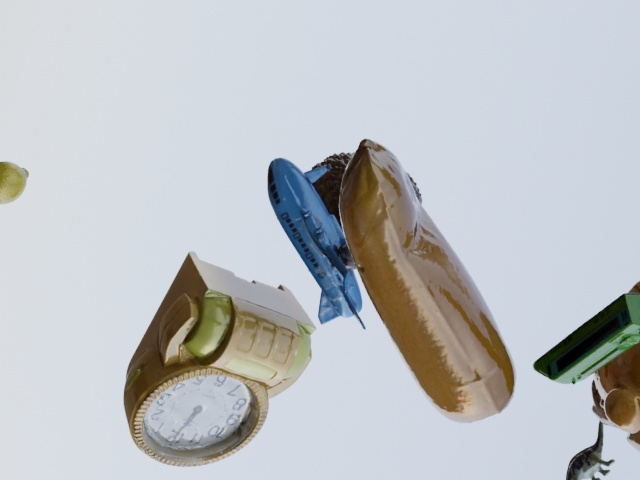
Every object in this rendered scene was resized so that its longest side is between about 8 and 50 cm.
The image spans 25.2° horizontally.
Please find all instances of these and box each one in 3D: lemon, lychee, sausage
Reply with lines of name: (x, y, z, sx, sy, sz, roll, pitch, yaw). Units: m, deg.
lemon: (-0.465, -0.085, 2.104, 0.062, 0.083, 0.062, 31, -45, 38)
lychee: (0.065, -0.048, 2.233, 0.194, 0.194, 0.194, -46, -144, 47)
sausage: (0.106, 0.042, 1.580, 0.116, 0.354, 0.134, -19, -157, 26)

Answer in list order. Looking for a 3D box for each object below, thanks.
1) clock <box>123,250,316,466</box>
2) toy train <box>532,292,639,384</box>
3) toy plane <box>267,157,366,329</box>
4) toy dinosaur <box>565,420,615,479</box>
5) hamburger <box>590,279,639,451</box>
clock: (-0.180, 0.208, 2.282, 0.317, 0.244, 0.200, -55, -148, 21)
toy train: (0.293, 0.117, 1.540, 0.209, 0.044, 0.042, 129, -42, -56)
toy plane: (0.000, 0.000, 2.097, 0.254, 0.105, 0.271, -153, -136, -77)
toy dinosaur: (0.369, 0.320, 1.981, 0.058, 0.037, 0.180, 46, -68, 46)
hamburger: (0.452, 0.172, 1.743, 0.237, 0.276, 0.276, -49, -158, -7)
